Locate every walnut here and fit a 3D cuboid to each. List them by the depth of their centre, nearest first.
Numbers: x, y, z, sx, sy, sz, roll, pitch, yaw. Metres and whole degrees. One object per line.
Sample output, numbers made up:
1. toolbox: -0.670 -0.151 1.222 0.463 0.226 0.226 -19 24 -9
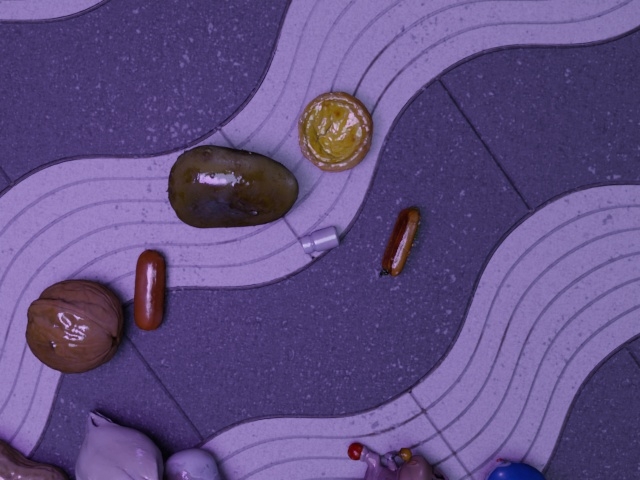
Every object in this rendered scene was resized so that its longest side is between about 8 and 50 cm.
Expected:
1. walnut: -0.580 0.199 1.548 0.228 0.228 0.228 0 95 2

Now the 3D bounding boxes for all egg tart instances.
1. egg tart: 0.036 -0.256 1.552 0.191 0.074 0.191 0 94 1

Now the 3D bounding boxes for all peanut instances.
1. peanut: -0.752 0.598 1.614 0.291 0.143 0.159 28 94 -3

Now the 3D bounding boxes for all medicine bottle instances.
1. medicine bottle: 0.000 0.000 1.585 0.089 0.052 0.052 -17 94 3

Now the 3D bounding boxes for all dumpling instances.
1. dumpling: -0.478 0.576 1.551 0.341 0.181 0.260 22 106 15

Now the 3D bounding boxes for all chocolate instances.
1. chocolate: -0.319 0.587 1.604 0.221 0.221 0.147 -18 66 3

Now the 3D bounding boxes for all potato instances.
1. potato: -0.204 -0.123 1.514 0.307 0.173 0.210 2 131 -5

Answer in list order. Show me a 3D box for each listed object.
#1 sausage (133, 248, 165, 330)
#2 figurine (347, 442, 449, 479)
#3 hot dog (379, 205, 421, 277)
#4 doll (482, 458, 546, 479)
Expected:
1. sausage: -0.415 0.120 1.598 0.076 0.076 0.197 5 93 1
2. figurine: 0.188 0.596 1.578 0.287 0.176 0.186 13 121 15
3. hot dog: 0.196 0.008 1.574 0.055 0.072 0.188 18 96 -22
4. doll: 0.466 0.656 1.592 0.215 0.161 0.257 4 112 -12
